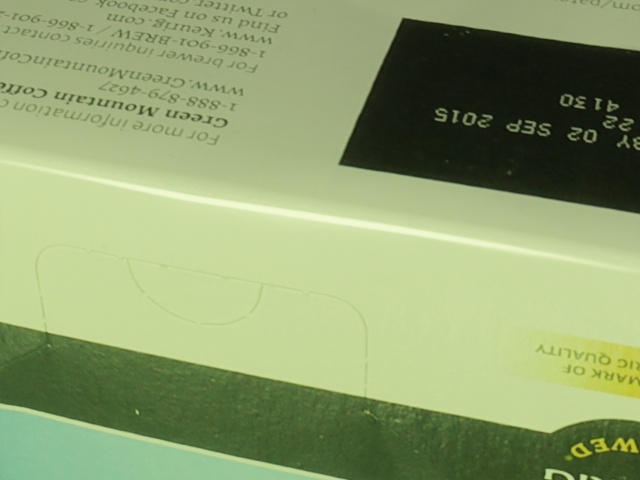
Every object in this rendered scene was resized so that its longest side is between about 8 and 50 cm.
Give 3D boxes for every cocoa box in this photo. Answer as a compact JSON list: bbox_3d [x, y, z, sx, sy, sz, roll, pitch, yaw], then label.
[{"bbox_3d":[0.000,0.000,0.506,0.347,0.228,0.231,10,43,13],"label":"cocoa box"}]
